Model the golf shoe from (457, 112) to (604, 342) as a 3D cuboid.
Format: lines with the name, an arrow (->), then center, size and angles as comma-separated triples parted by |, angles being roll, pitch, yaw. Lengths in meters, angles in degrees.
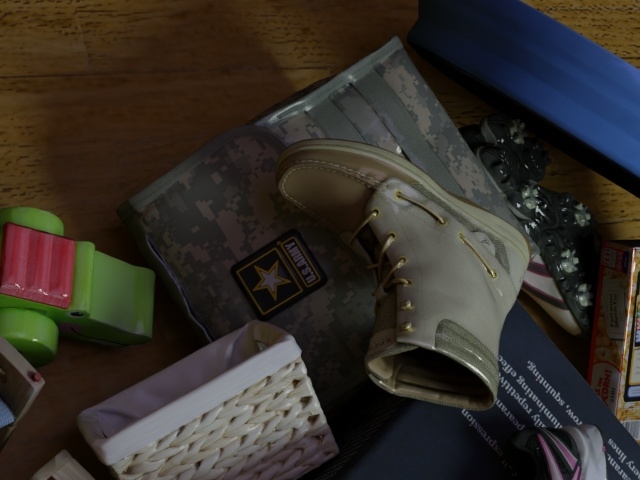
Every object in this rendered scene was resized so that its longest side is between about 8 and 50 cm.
golf shoe -> 0.187, -0.006, 1.494 | 0.273, 0.120, 0.105 | 53, 41, -29

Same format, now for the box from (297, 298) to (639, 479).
box -> 0.083, 0.289, 1.208 | 0.293, 0.212, 0.395 | 50, 51, -2

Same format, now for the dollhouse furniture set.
dollhouse furniture set -> -0.230, 0.178, 1.091 | 0.184, 0.129, 0.129 | 43, 48, 5

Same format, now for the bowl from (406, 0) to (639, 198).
bowl -> 0.248, -0.115, 1.440 | 0.391, 0.391, 0.077 | 31, 95, -16

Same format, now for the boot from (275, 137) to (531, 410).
boot -> 0.050, 0.024, 1.169 | 0.213, 0.077, 0.165 | 26, 47, -8

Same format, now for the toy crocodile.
toy crocodile -> -0.277, 0.011, 1.181 | 0.341, 0.105, 0.115 | 19, 59, -24

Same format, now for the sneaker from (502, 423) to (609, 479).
sneaker -> 0.164, 0.215, 1.128 | 0.077, 0.072, 0.178 | 8, 55, -16

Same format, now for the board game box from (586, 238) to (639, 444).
board game box -> 0.326, 0.095, 1.500 | 0.147, 0.045, 0.193 | -1, 101, -34

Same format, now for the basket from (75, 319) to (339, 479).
basket -> -0.083, 0.146, 1.182 | 0.167, 0.113, 0.103 | -28, 101, -13

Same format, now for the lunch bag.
lunch bag -> 0.000, 0.000, 1.327 | 0.287, 0.169, 0.235 | -35, 92, -31
